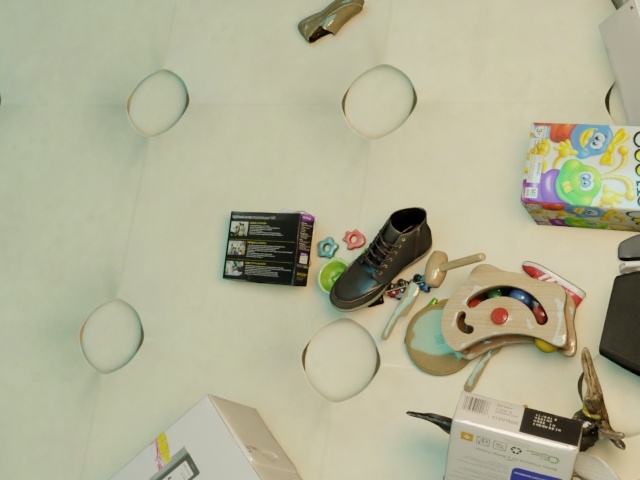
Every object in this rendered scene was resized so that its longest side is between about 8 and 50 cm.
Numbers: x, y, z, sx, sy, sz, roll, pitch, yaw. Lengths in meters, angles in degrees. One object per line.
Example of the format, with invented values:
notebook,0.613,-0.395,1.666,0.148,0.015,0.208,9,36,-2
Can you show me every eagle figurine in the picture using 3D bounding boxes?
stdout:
eagle figurine,0.313,0.324,1.617,0.298,0.225,0.226,-21,78,5

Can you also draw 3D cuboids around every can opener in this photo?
can opener,0.611,0.028,1.632,0.280,0.074,0.093,0,74,23

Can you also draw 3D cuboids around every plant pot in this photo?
plant pot,0.537,0.138,1.582,0.167,0.188,0.187,8,78,39

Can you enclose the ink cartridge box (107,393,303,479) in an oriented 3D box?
ink cartridge box,-0.200,0.436,1.793,0.270,0.198,0.197,-41,62,6

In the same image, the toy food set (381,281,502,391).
toy food set,0.212,0.168,1.789,0.192,0.038,0.132,32,94,17

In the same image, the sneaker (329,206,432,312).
sneaker,0.098,0.026,1.797,0.222,0.118,0.083,-40,64,-12

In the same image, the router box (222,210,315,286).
router box,-0.098,0.014,1.928,0.179,0.046,0.133,3,84,39

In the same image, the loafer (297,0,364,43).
loafer,0.025,-0.433,2.037,0.148,0.056,0.050,-25,67,26

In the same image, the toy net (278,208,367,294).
toy net,0.000,0.000,1.921,0.122,0.045,0.232,-48,62,5

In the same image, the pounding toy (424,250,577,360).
pounding toy,0.272,0.116,1.666,0.269,0.155,0.154,16,79,31

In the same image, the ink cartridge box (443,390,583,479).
ink cartridge box,0.272,0.383,1.544,0.176,0.371,0.069,13,42,14

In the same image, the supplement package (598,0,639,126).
supplement package,0.584,-0.296,1.635,0.203,0.149,0.194,-15,87,-8

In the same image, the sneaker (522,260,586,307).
sneaker,0.377,0.086,1.734,0.118,0.042,0.067,32,86,26

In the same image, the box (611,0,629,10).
box,0.539,-0.464,1.749,0.119,0.182,0.181,-27,66,14

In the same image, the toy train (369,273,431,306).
toy train,0.142,0.089,1.844,0.158,0.027,0.036,-18,72,18

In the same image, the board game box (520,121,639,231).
board game box,0.485,-0.099,1.685,0.275,0.144,0.142,5,77,25
